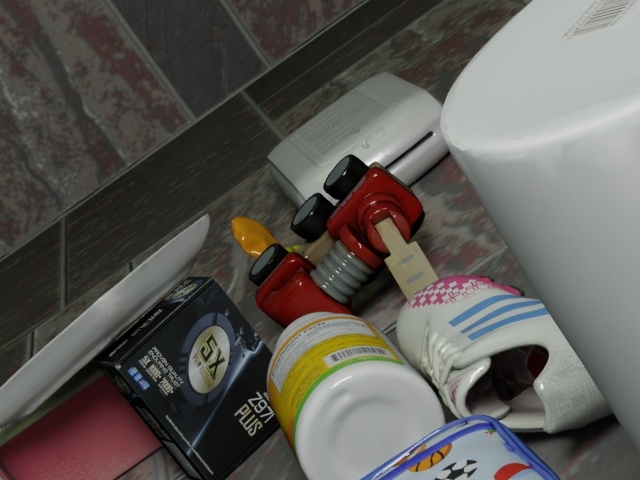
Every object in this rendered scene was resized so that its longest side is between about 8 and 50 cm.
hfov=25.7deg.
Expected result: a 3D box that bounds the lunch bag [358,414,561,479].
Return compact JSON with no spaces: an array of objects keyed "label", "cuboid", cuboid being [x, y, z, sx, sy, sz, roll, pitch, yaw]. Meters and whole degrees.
[{"label":"lunch bag","cuboid":[0.043,0.257,1.032,0.303,0.115,0.243,-30,17,-4]}]

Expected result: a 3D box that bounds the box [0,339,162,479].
[{"label":"box","cuboid":[-0.320,0.244,1.751,0.232,0.127,0.148,-35,17,2]}]

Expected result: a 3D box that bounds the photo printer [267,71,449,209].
[{"label":"photo printer","cuboid":[0.061,-0.132,2.064,0.256,0.107,0.307,-36,18,-2]}]

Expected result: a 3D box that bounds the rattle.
[{"label":"rattle","cuboid":[0.000,0.000,1.789,0.130,0.142,0.200,-29,6,-32]}]

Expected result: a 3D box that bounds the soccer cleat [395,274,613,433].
[{"label":"soccer cleat","cuboid":[0.141,0.103,1.250,0.143,0.116,0.331,-27,13,-29]}]

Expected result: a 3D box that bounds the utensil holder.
[{"label":"utensil holder","cuboid":[0.294,0.011,0.779,0.328,0.385,0.327,-31,18,12]}]

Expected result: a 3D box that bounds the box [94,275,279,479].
[{"label":"box","cuboid":[-0.131,0.153,1.543,0.147,0.180,0.077,-42,16,-21]}]

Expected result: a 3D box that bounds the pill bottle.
[{"label":"pill bottle","cuboid":[0.023,0.148,1.342,0.136,0.136,0.245,-36,17,-2]}]

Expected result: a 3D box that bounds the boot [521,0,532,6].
[{"label":"boot","cuboid":[0.385,-0.338,1.902,0.213,0.165,0.077,-37,18,1]}]

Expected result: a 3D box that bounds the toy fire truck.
[{"label":"toy fire truck","cuboid":[0.046,0.043,1.597,0.217,0.158,0.246,-49,15,8]}]

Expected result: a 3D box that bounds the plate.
[{"label":"plate","cuboid":[-0.254,0.102,1.599,0.278,0.045,0.277,-41,2,28]}]
